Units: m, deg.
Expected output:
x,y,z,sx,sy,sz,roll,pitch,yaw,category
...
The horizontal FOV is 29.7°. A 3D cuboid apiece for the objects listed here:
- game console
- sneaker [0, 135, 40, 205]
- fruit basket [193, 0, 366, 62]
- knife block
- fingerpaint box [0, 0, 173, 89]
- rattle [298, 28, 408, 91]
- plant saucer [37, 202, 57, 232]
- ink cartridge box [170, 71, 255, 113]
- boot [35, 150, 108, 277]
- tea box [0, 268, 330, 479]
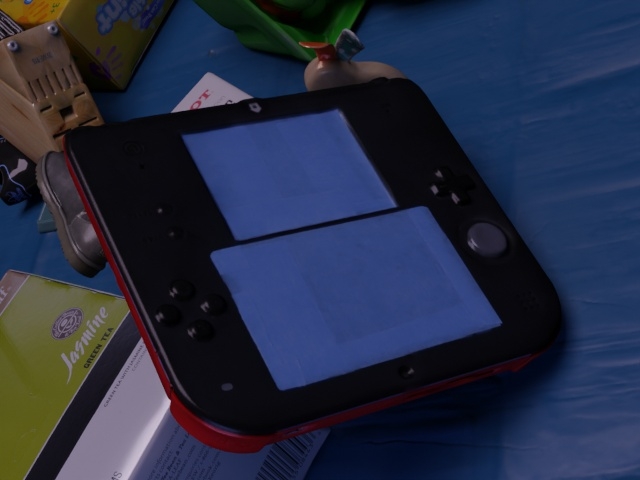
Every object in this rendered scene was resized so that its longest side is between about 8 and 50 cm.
x,y,z,sx,sy,sz,roll,pitch,yaw,category
0.000,0.000,1.086,0.386,0.060,0.342,-12,62,-29,game console
-0.443,-0.138,1.704,0.090,0.081,0.232,-35,44,-4,sneaker
0.026,-0.411,1.483,0.392,0.283,0.392,-37,31,26,fruit basket
-0.419,-0.196,1.647,0.088,0.276,0.242,-32,11,-37,knife block
-0.367,-0.451,1.840,0.371,0.163,0.445,7,61,39,fingerpaint box
0.030,-0.197,1.330,0.130,0.200,0.143,-10,52,29,rattle
-0.293,-0.052,1.578,0.192,0.018,0.067,-9,52,31,plant saucer
-0.085,-0.027,1.330,0.226,0.131,0.306,-49,45,-7,ink cartridge box
-0.198,-0.078,1.302,0.208,0.076,0.190,-40,58,16,boot
-0.228,0.237,1.154,0.323,0.220,0.329,12,64,40,tea box
